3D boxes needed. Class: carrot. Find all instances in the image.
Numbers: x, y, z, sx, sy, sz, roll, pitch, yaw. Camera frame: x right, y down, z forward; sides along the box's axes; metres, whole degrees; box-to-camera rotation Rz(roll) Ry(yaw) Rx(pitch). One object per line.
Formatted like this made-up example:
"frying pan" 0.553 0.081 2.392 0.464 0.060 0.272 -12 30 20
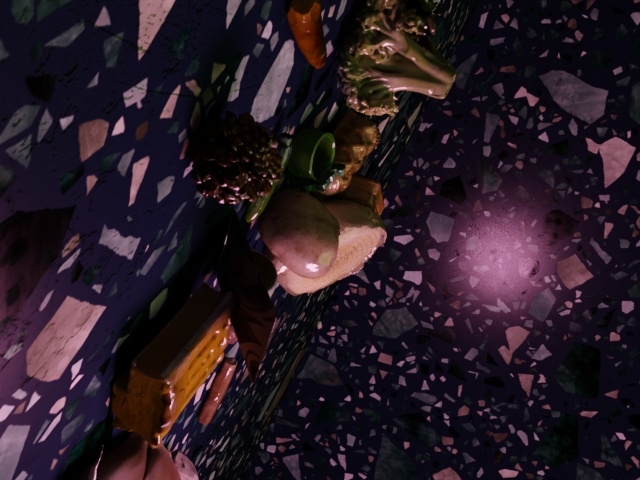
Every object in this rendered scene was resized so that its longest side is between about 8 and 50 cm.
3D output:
"carrot" -0.021 -0.402 1.374 0.066 0.066 0.314 -61 174 -2

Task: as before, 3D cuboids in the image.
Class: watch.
"watch" -0.019 -0.218 1.775 0.165 0.131 0.152 -48 146 -40

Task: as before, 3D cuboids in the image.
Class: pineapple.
"pineapple" 0.159 -0.358 2.341 0.103 0.083 0.221 -61 168 -7

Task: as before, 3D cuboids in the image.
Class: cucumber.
"cucumber" -0.114 -0.152 1.584 0.250 0.056 0.056 -62 171 20

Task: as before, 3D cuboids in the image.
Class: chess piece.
"chess piece" -0.209 0.146 1.773 0.139 0.139 0.271 -54 178 -40

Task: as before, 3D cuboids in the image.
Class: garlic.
"garlic" -0.415 0.570 1.523 0.245 0.231 0.340 -58 176 -6

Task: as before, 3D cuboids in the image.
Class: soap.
"soap" -0.302 0.259 1.487 0.281 0.143 0.259 -50 167 -48

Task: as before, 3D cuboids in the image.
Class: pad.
"pad" -0.167 0.118 1.513 0.004 0.330 0.220 -1 131 -25

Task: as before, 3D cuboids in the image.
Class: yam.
"yam" -0.333 0.483 2.245 0.241 0.057 0.057 -66 170 12

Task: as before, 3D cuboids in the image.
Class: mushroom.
"mushroom" -0.078 -0.022 1.742 0.195 0.189 0.253 -40 -148 17

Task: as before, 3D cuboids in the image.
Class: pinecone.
"pinecone" -0.148 -0.135 1.196 0.173 0.174 0.173 -59 170 -17

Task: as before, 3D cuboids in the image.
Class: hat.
"hat" -0.448 0.718 1.994 0.232 0.161 0.275 -65 167 -4

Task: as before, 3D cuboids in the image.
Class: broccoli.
"broccoli" 0.196 -0.446 1.694 0.347 0.281 0.293 -58 170 -24

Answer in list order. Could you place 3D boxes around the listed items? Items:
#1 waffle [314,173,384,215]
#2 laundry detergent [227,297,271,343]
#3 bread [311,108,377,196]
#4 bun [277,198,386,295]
"waffle" 0.086 -0.137 2.192 0.308 0.213 0.091 64 46 -76
"laundry detergent" -0.231 0.235 1.992 0.237 0.076 0.171 -53 167 -41
"bread" 0.053 -0.235 1.968 0.152 0.130 0.267 -16 -145 57
"bun" 0.001 -0.004 2.044 0.364 0.202 0.364 -27 159 -11
